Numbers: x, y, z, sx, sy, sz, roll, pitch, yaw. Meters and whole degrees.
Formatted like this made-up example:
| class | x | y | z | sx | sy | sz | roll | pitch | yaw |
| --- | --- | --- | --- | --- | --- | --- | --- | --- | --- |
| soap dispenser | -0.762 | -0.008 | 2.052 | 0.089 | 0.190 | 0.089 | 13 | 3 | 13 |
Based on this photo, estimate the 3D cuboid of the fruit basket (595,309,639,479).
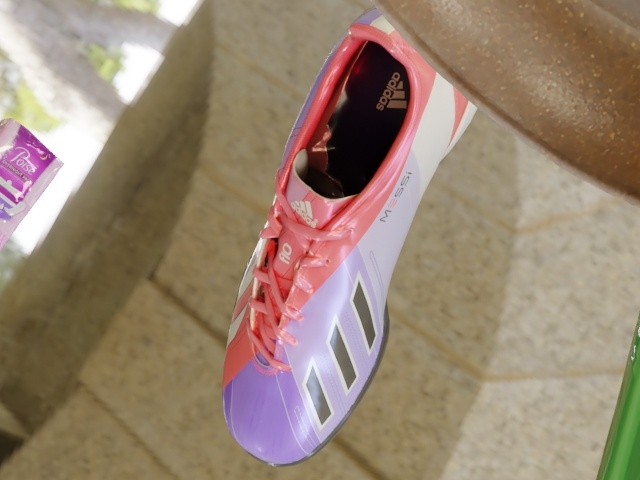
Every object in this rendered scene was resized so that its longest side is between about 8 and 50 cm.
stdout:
| class | x | y | z | sx | sy | sz | roll | pitch | yaw |
| --- | --- | --- | --- | --- | --- | --- | --- | --- | --- |
| fruit basket | 0.273 | 0.032 | 0.711 | 0.283 | 0.392 | 0.392 | 15 | -104 | 12 |

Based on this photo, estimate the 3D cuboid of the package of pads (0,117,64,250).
| class | x | y | z | sx | sy | sz | roll | pitch | yaw |
| --- | --- | --- | --- | --- | --- | --- | --- | --- | --- |
| package of pads | -0.212 | -0.035 | 1.178 | 0.083 | 0.050 | 0.032 | -56 | -157 | -16 |

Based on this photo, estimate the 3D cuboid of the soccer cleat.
| class | x | y | z | sx | sy | sz | roll | pitch | yaw |
| --- | --- | --- | --- | --- | --- | --- | --- | --- | --- |
| soccer cleat | 0.000 | 0.000 | 1.082 | 0.108 | 0.116 | 0.318 | 30 | -71 | 20 |

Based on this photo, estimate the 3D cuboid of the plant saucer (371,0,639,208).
| class | x | y | z | sx | sy | sz | roll | pitch | yaw |
| --- | --- | --- | --- | --- | --- | --- | --- | --- | --- |
| plant saucer | 0.083 | -0.138 | 0.434 | 0.050 | 0.311 | 0.310 | -38 | -143 | -27 |
